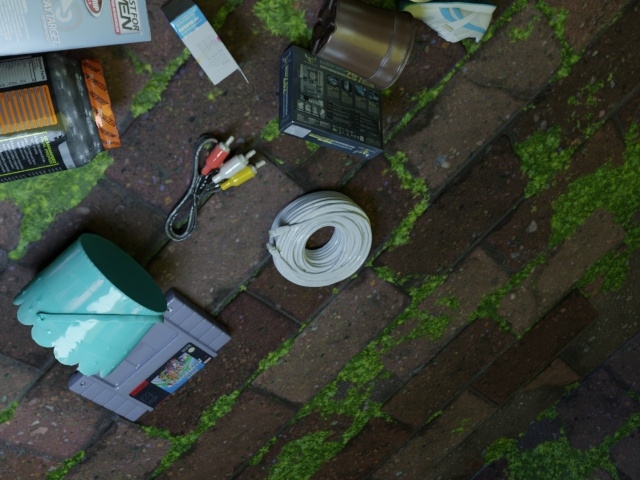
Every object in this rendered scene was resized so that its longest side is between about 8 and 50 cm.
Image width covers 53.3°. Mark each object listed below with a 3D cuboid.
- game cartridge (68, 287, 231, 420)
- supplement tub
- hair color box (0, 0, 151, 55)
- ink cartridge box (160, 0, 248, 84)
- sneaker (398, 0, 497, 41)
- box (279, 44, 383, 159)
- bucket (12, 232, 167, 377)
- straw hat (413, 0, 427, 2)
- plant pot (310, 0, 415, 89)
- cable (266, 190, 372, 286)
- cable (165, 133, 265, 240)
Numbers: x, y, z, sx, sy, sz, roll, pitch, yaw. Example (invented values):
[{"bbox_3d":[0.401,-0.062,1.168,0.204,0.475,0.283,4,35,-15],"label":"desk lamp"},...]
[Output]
[{"bbox_3d":[-0.424,0.301,1.616,0.355,0.068,0.230,-41,125,6],"label":"game cartridge"},{"bbox_3d":[-0.538,-0.209,1.114,0.338,0.207,0.207,-14,127,-16],"label":"supplement tub"},{"bbox_3d":[-0.484,-0.382,1.034,0.375,0.185,0.113,-12,126,-17],"label":"hair color box"},{"bbox_3d":[-0.219,-0.370,1.217,0.062,0.104,0.181,-36,129,2],"label":"ink cartridge box"},{"bbox_3d":[0.272,-0.482,1.383,0.229,0.087,0.092,-1,127,-21],"label":"sneaker"},{"bbox_3d":[0.025,-0.288,1.345,0.233,0.183,0.059,12,158,-32],"label":"box"},{"bbox_3d":[-0.472,0.131,1.348,0.183,0.281,0.281,-45,129,3],"label":"bucket"},{"bbox_3d":[0.206,-0.558,1.272,0.145,0.061,0.144,0,91,-17],"label":"straw hat"},{"bbox_3d":[0.079,-0.414,1.301,0.165,0.167,0.167,14,115,-23],"label":"plant pot"},{"bbox_3d":[0.000,0.000,1.586,0.257,0.089,0.257,-28,130,-6],"label":"cable"},{"bbox_3d":[-0.261,-0.116,1.395,0.287,0.072,0.139,-46,123,10],"label":"cable"}]
